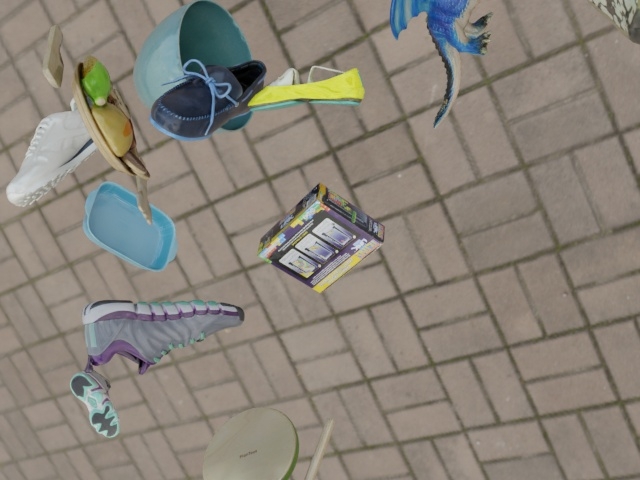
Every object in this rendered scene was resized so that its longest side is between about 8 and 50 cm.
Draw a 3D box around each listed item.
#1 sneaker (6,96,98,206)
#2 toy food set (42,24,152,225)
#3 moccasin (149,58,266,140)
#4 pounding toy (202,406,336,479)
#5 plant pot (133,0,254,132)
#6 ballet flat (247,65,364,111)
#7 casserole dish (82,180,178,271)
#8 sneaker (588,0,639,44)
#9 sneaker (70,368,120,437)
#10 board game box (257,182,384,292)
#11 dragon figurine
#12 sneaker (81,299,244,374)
[{"bbox_3d":[-0.446,-0.148,1.174,0.090,0.235,0.095,-24,114,43],"label":"sneaker"},{"bbox_3d":[-0.205,-0.122,0.711,0.039,0.132,0.192,-23,131,2],"label":"toy food set"},{"bbox_3d":[-0.215,-0.296,1.376,0.138,0.342,0.116,37,121,0],"label":"moccasin"},{"bbox_3d":[-0.082,0.402,1.247,0.237,0.182,0.110,-2,138,30],"label":"pounding toy"},{"bbox_3d":[-0.303,-0.371,1.591,0.196,0.290,0.290,-7,107,27],"label":"plant pot"},{"bbox_3d":[-0.029,-0.286,1.324,0.231,0.077,0.077,0,98,21],"label":"ballet flat"},{"bbox_3d":[-0.321,-0.019,1.183,0.037,0.114,0.188,-16,143,37],"label":"casserole dish"},{"bbox_3d":[0.047,-0.251,0.388,0.182,0.158,0.410,-28,71,5],"label":"sneaker"},{"bbox_3d":[-0.295,0.215,0.961,0.038,0.069,0.098,-27,94,2],"label":"sneaker"},{"bbox_3d":[0.000,0.000,1.186,0.141,0.048,0.170,32,129,-23],"label":"board game box"},{"bbox_3d":[0.126,-0.269,0.784,0.144,0.085,0.289,17,141,2],"label":"dragon figurine"},{"bbox_3d":[-0.212,0.133,0.969,0.083,0.224,0.098,-23,67,61],"label":"sneaker"}]
